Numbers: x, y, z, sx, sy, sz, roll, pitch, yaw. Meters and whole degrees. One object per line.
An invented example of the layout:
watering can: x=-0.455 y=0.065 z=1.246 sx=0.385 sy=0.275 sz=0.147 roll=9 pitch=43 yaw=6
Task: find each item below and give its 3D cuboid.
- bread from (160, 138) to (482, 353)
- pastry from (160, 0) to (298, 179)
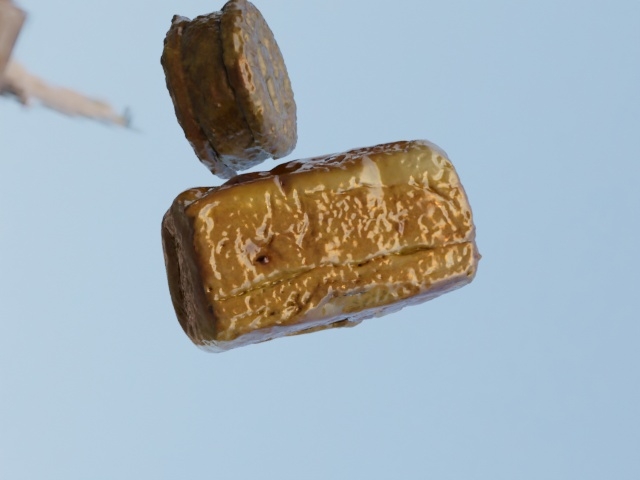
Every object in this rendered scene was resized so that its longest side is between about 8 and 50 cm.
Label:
bread: x=0.000 y=0.000 z=1.886 sx=0.132 sy=0.294 sz=0.167 roll=132 pitch=-57 yaw=-69
pastry: x=-0.093 y=-0.162 z=2.080 sx=0.103 sy=0.189 sz=0.189 roll=-17 pitch=-128 yaw=13
